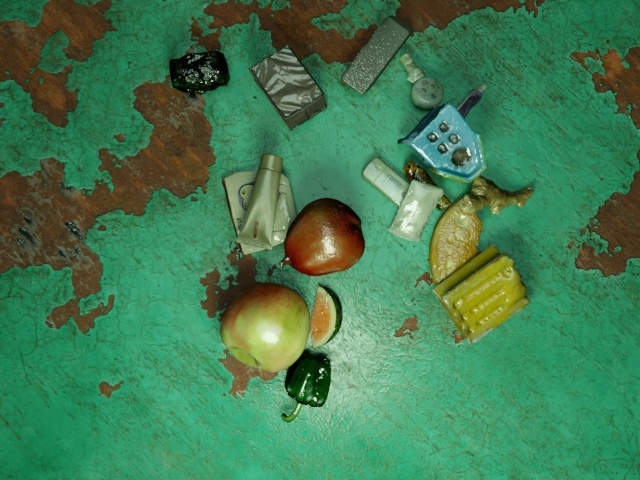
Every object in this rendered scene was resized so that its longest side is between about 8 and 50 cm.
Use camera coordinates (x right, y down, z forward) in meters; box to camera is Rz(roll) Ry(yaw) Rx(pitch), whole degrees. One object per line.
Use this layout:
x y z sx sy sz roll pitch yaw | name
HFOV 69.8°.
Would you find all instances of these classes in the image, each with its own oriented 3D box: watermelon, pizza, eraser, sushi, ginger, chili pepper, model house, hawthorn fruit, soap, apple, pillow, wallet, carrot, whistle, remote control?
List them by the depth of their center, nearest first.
-0.185 0.295 1.616 0.319 0.319 0.277 30 59 3 | apple
0.016 -0.003 1.642 0.295 0.295 0.311 47 123 3 | hawthorn fruit
0.461 -0.330 1.648 0.303 0.237 0.215 42 103 -5 | model house
0.587 0.200 1.662 0.281 0.143 0.259 -35 113 -3 | soap
-0.053 0.542 1.668 0.165 0.174 0.261 18 86 -23 | chili pepper
0.647 -0.165 1.703 0.334 0.081 0.148 1 67 -20 | ginger
0.356 -0.108 1.715 0.128 0.051 0.229 22 108 -5 | pillow
0.509 0.005 1.724 0.182 0.074 0.365 14 85 4 | pizza
0.021 0.291 1.733 0.119 0.063 0.245 5 92 20 | watermelon
0.403 -0.206 1.741 0.069 0.069 0.228 -42 89 -1 | carrot
-0.234 -0.114 1.749 0.275 0.068 0.335 -13 85 3 | wallet
-0.462 -0.638 1.752 0.225 0.124 0.127 -9 87 0 | sushi
0.268 -0.216 1.758 0.233 0.038 0.098 40 89 2 | remote control
0.384 -0.604 1.764 0.126 0.067 0.258 -28 83 -11 | whistle
0.220 -0.718 1.767 0.111 0.077 0.352 37 88 0 | eraser

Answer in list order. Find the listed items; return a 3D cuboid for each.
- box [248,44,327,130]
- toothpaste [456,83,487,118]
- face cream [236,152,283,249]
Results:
-0.120 -0.576 1.729 0.188 0.153 0.252 -33 88 0 | box
0.527 -0.477 1.762 0.075 0.048 0.301 39 96 -25 | toothpaste
-0.210 -0.145 1.687 0.137 0.084 0.341 12 90 8 | face cream
